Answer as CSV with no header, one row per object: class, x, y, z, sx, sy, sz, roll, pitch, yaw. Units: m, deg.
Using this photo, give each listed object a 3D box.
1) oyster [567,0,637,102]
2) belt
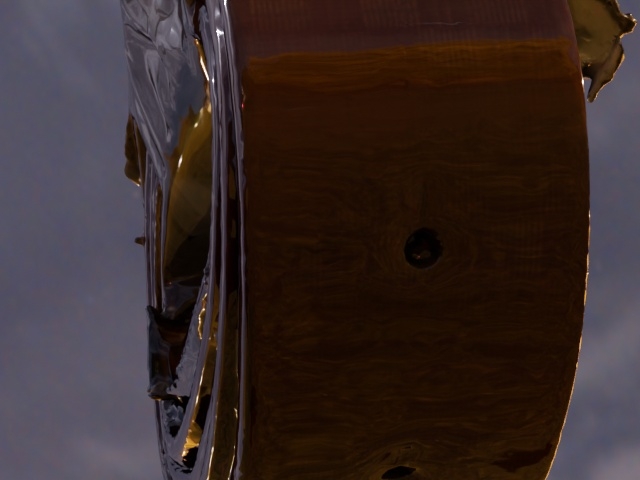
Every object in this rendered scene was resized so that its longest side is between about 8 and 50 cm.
oyster,0.094,-0.153,1.283,0.223,0.083,0.214,-14,-42,16
belt,0.000,0.000,0.563,0.105,0.184,0.261,-6,-16,-9
